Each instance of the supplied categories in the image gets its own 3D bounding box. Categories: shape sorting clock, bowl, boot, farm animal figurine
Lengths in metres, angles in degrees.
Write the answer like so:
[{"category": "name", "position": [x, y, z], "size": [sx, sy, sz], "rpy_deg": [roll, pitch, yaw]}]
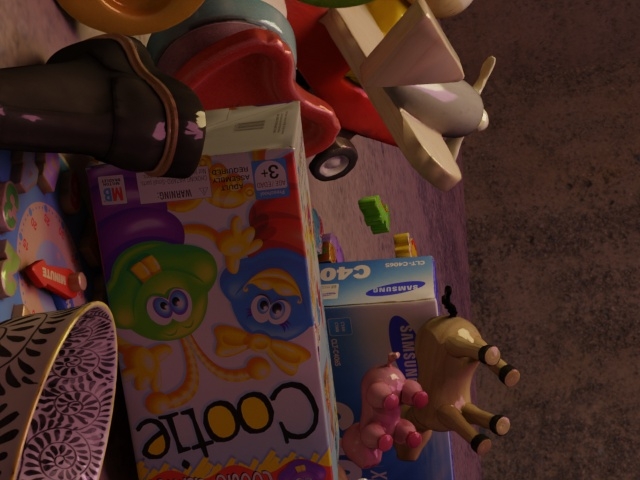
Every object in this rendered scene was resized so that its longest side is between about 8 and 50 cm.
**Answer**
[{"category": "shape sorting clock", "position": [-0.170, 0.029, 0.823], "size": [0.206, 0.040, 0.206], "rpy_deg": [-7, 90, -78]}, {"category": "bowl", "position": [-0.167, 0.106, 0.655], "size": [0.170, 0.080, 0.170], "rpy_deg": [12, 90, -85]}, {"category": "boot", "position": [-0.173, -0.095, 0.801], "size": [0.198, 0.137, 0.077], "rpy_deg": [25, -72, 55]}, {"category": "farm animal figurine", "position": [0.055, 0.248, 1.229], "size": [0.172, 0.330, 0.327], "rpy_deg": [26, -32, 57]}]

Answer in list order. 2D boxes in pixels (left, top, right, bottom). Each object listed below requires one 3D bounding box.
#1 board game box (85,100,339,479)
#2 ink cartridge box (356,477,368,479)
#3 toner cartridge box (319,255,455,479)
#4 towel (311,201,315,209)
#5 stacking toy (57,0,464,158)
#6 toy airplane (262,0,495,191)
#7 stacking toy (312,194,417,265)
[{"category": "board game box", "position": [-0.070, 0.053, 0.940], "size": [0.144, 0.142, 0.275], "rpy_deg": [-87, 171, -72]}, {"category": "ink cartridge box", "position": [0.004, 0.318, 0.947], "size": [0.100, 0.172, 0.237], "rpy_deg": [32, 43, -33]}, {"category": "toner cartridge box", "position": [0.054, 0.179, 1.368], "size": [0.075, 0.165, 0.348], "rpy_deg": [-87, 170, -53]}, {"category": "towel", "position": [-0.017, -0.028, 1.618], "size": [0.083, 0.009, 0.060], "rpy_deg": [61, 25, -57]}, {"category": "stacking toy", "position": [-0.045, -0.211, 1.027], "size": [0.309, 0.279, 0.130], "rpy_deg": [64, 11, -52]}, {"category": "toy airplane", "position": [0.037, -0.252, 1.375], "size": [0.386, 0.272, 0.384], "rpy_deg": [60, 6, -12]}, {"category": "stacking toy", "position": [0.000, 0.000, 1.314], "size": [0.221, 0.167, 0.052], "rpy_deg": [52, 32, -65]}]
